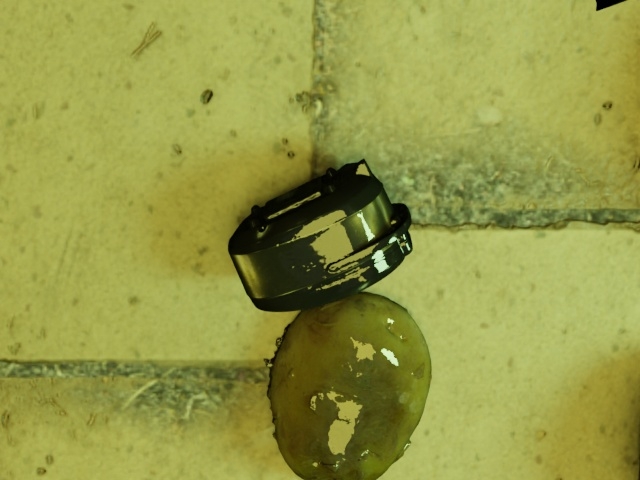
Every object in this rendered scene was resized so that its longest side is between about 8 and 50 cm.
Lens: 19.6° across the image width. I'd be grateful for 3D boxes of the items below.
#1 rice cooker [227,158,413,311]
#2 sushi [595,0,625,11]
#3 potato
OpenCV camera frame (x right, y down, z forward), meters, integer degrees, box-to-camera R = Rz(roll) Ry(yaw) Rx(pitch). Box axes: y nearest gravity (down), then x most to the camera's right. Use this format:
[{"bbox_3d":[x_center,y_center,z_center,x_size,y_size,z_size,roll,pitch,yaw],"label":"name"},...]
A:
[{"bbox_3d":[0.000,0.000,1.666,0.165,0.112,0.106,-30,105,8],"label":"rice cooker"},{"bbox_3d":[0.298,-0.299,1.552,0.150,0.153,0.172,-14,91,-17],"label":"sushi"},{"bbox_3d":[0.025,0.149,1.747,0.164,0.081,0.200,10,109,-7],"label":"potato"}]
